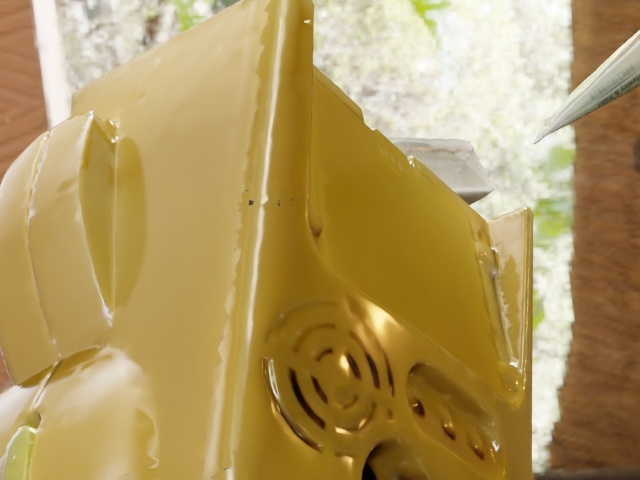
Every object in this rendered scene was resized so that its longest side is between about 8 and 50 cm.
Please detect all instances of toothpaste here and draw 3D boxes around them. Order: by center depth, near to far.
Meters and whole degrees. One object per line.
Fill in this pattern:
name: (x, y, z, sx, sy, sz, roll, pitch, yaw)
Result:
toothpaste: (0.288, -0.172, 0.882, 0.058, 0.314, 0.056, 22, 42, -43)

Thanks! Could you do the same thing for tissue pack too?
tissue pack: (0.000, 0.000, 1.197, 0.325, 0.170, 0.071, -33, -107, 36)

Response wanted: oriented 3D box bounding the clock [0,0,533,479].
clock: (-0.023, 0.092, 0.489, 0.244, 0.200, 0.317, 35, 39, -36)
